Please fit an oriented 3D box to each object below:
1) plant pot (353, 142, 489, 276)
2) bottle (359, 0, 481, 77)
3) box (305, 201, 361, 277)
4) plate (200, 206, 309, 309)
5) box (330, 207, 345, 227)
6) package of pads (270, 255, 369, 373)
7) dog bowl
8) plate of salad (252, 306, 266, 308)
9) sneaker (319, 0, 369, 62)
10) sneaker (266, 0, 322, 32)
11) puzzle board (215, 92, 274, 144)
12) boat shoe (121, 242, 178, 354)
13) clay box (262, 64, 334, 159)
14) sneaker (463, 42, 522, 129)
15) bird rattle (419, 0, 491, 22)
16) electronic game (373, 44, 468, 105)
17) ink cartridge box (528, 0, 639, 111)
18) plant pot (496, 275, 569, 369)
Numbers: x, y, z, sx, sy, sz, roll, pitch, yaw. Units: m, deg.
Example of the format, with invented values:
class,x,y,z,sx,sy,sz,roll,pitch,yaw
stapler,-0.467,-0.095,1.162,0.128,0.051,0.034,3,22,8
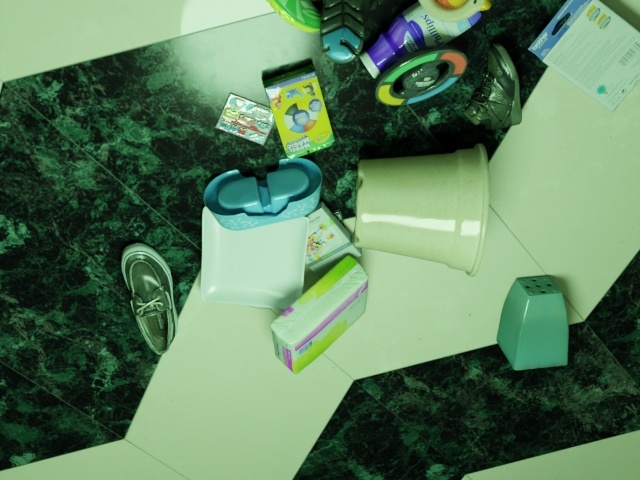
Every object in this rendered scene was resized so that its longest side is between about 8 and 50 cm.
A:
class,x,y,z,sx,sy,sz,roll,pitch,yaw
plant pot,0.239,-0.084,1.942,0.306,0.333,0.333,3,124,2
bottle,0.223,-0.480,1.781,0.283,0.092,0.118,-32,122,12
box,0.000,0.000,2.077,0.145,0.038,0.186,-28,119,22
plate,-0.175,0.044,2.051,0.278,0.045,0.277,6,113,1
box,0.030,-0.041,2.088,0.067,0.018,0.083,-16,125,1
package of pads,0.003,0.206,2.086,0.297,0.101,0.229,-40,157,-20
dog bowl,-0.138,-0.111,1.934,0.298,0.165,0.074,-12,137,-2
plate of salad,-0.150,0.117,2.146,0.200,0.048,0.199,-4,125,-6
sneaker,0.054,-0.562,1.690,0.125,0.139,0.340,10,103,2
sneaker,-0.077,-0.570,1.660,0.124,0.109,0.295,-33,122,17
puzzle board,-0.179,-0.294,1.888,0.128,0.011,0.096,18,119,-21
boat shoe,-0.447,0.163,2.083,0.121,0.119,0.335,-13,125,0
clay box,-0.047,-0.299,1.878,0.128,0.053,0.222,-19,124,-1
sneaker,0.415,-0.364,1.895,0.130,0.087,0.227,-20,130,-3
bird rattle,0.263,-0.565,1.644,0.254,0.143,0.206,-8,109,26
electronic game,0.234,-0.382,1.812,0.230,0.048,0.229,-17,163,-5
ink cartridge box,0.662,-0.467,1.883,0.311,0.065,0.185,25,116,-26
plant pot,0.634,0.235,2.293,0.166,0.165,0.234,-5,118,-6
